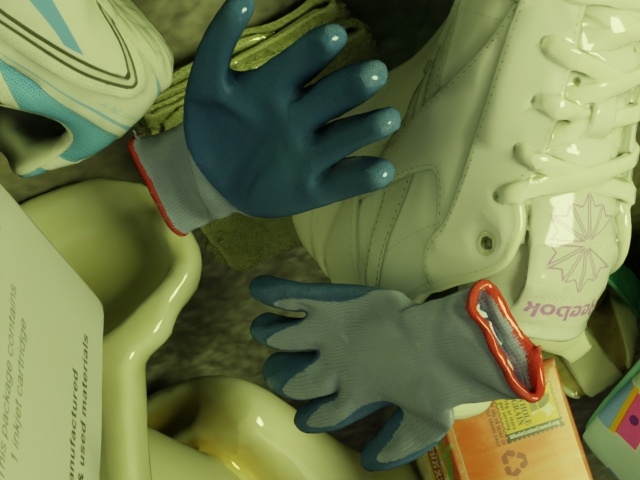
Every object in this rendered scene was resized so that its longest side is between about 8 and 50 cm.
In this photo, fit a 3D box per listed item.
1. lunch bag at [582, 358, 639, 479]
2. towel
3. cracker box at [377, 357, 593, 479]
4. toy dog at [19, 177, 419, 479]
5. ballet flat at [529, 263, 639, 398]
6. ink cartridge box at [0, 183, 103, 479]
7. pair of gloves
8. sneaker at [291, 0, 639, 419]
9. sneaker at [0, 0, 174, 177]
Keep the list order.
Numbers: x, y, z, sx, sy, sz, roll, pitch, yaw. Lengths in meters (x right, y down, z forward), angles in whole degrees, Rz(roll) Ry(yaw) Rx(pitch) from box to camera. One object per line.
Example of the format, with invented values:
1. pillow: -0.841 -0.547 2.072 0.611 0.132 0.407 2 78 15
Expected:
1. lunch bag: 0.279 0.057 0.924 0.279 0.108 0.224 -15 148 -48
2. towel: -0.017 -0.045 0.764 0.110 0.027 0.148 -23 145 3
3. cracker box: 0.094 0.149 0.904 0.067 0.155 0.232 -17 175 -7
4. toy dog: -0.124 0.226 0.871 0.395 0.284 0.408 -24 148 7
5. ballet flat: 0.119 0.037 0.897 0.083 0.087 0.247 -32 145 15
6. ink cartridge box: -0.276 0.023 0.549 0.285 0.166 0.395 -11 148 13
7. pair of gloves: 0.000 0.000 0.666 0.023 0.198 0.159 -34 -171 -38
8. sneaker: 0.096 -0.055 0.658 0.114 0.152 0.305 0 138 -29
9. sneaker: -0.124 -0.094 0.576 0.086 0.085 0.237 -45 148 -6
